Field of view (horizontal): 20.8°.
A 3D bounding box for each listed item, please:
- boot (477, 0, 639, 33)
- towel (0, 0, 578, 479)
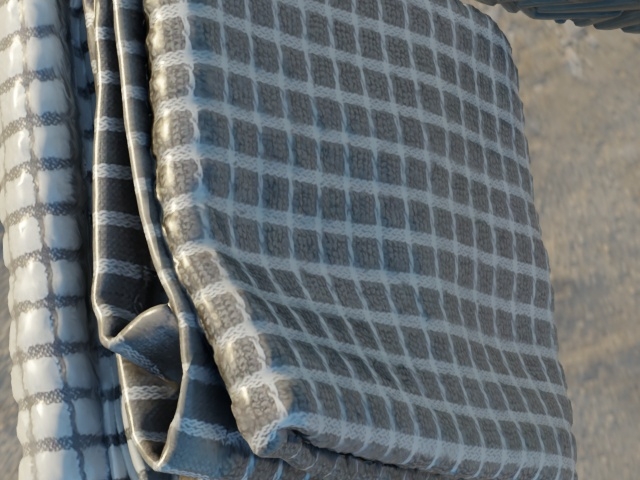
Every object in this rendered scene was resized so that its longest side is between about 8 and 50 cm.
[{"bbox_3d":[0.263,-0.361,1.127,0.367,0.146,0.445,7,76,2],"label":"boot"},{"bbox_3d":[0.000,0.000,0.720,0.121,0.284,0.235,-15,73,32],"label":"towel"}]
